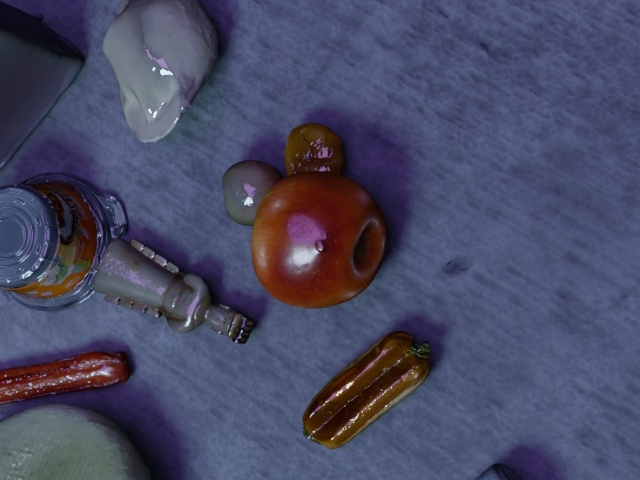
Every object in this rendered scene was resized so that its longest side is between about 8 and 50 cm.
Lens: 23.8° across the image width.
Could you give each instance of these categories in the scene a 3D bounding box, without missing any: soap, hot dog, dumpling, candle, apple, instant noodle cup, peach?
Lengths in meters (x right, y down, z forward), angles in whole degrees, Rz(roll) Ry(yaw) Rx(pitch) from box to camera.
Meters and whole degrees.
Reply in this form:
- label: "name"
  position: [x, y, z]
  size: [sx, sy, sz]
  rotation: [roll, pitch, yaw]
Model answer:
- label: "soap"
  position: [-0.456, -0.166, 1.835]
  size: [0.285, 0.296, 0.107]
  rotation: [-47, 74, 7]
- label: "hot dog"
  position: [0.056, 0.173, 1.770]
  size: [0.188, 0.055, 0.072]
  rotation: [-40, 79, 11]
- label: "dumpling"
  position: [-0.209, -0.229, 1.863]
  size: [0.166, 0.126, 0.216]
  rotation: [-29, 86, 41]
- label: "candle"
  position: [-0.393, 0.182, 1.918]
  size: [0.329, 0.048, 0.051]
  rotation: [-11, 96, 16]
- label: "apple"
  position: [0.000, 0.000, 1.748]
  size: [0.139, 0.163, 0.163]
  rotation: [4, 87, 25]
- label: "instant noodle cup"
  position: [-0.359, -0.003, 1.878]
  size: [0.208, 0.125, 0.178]
  rotation: [-39, 75, 11]
- label: "peach"
  position: [-0.079, -0.057, 1.820]
  size: [0.083, 0.083, 0.083]
  rotation: [-1, 85, 18]

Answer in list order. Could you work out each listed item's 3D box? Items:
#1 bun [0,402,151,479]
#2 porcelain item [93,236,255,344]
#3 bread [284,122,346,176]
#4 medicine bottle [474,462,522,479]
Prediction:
- label: "bun"
  position: [-0.321, 0.344, 1.820]
  size: [0.283, 0.179, 0.283]
  rotation: [-6, 55, 9]
- label: "porcelain item"
  position: [-0.172, 0.069, 1.851]
  size: [0.213, 0.054, 0.084]
  rotation: [24, 96, 19]
- label: "bread"
  position: [-0.007, -0.097, 1.816]
  size: [0.081, 0.046, 0.083]
  rotation: [29, 96, 20]
- label: "medicine bottle"
  position: [0.153, 0.345, 1.712]
  size: [0.203, 0.083, 0.083]
  rotation: [-43, 75, 10]
